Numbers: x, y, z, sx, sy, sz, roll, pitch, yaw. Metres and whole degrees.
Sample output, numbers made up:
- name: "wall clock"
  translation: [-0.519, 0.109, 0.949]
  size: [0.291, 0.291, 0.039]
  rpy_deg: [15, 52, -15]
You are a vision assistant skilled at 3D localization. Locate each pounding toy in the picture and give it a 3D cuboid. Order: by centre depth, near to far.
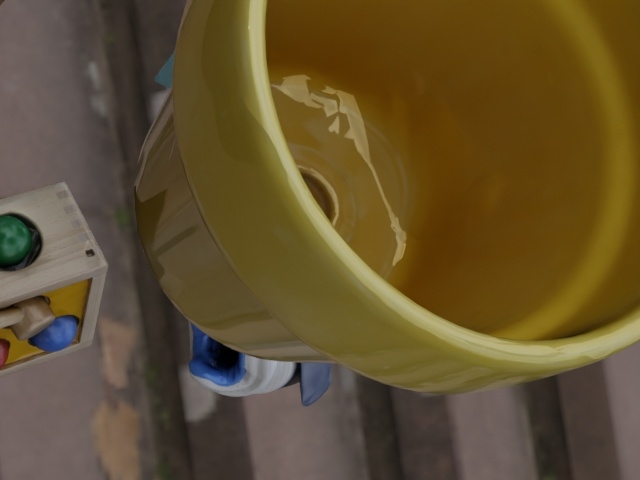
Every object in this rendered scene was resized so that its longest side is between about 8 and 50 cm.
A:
- name: "pounding toy"
  translation: [-0.207, 0.039, 1.232]
  size: [0.100, 0.130, 0.141]
  rpy_deg: [60, -26, 23]

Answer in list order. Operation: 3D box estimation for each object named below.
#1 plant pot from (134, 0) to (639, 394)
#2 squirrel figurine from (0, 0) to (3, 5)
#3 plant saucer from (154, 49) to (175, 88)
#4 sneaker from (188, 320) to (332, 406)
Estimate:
- name: "plant pot"
  translation: [0.029, -0.043, 0.915]
  size: [0.254, 0.239, 0.254]
  rpy_deg: [7, 73, -25]
- name: "squirrel figurine"
  translation: [-0.301, -0.154, 0.766]
  size: [0.370, 0.281, 0.397]
  rpy_deg: [51, 33, -60]
- name: "plant saucer"
  translation: [-0.058, -0.182, 1.488]
  size: [0.067, 0.192, 0.018]
  rpy_deg: [-8, 58, -45]
- name: "sneaker"
  translation: [-0.001, 0.000, 1.596]
  size: [0.130, 0.322, 0.236]
  rpy_deg: [41, 35, 20]
